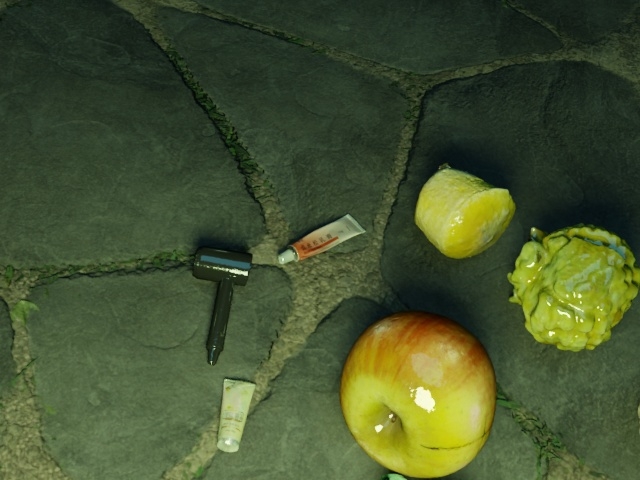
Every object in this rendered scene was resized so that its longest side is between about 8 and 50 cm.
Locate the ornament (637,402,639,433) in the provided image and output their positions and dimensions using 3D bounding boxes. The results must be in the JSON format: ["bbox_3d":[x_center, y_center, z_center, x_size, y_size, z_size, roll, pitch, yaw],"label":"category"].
[{"bbox_3d":[0.702,0.322,1.418,0.225,0.259,0.259,30,54,6],"label":"ornament"}]

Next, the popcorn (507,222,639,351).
[{"bbox_3d":[0.514,0.089,1.584,0.258,0.224,0.270,-6,60,-5],"label":"popcorn"}]

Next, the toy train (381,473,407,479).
[{"bbox_3d":[0.150,0.505,1.260,0.188,0.132,0.243,16,51,-8],"label":"toy train"}]

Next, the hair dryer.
[{"bbox_3d":[-0.208,0.127,1.532,0.114,0.070,0.247,10,61,-4],"label":"hair dryer"}]

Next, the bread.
[{"bbox_3d":[0.307,-0.059,1.685,0.197,0.197,0.170,-27,55,-27],"label":"bread"}]

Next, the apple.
[{"bbox_3d":[0.173,0.261,1.355,0.286,0.286,0.233,40,38,19],"label":"apple"}]

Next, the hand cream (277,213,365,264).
[{"bbox_3d":[0.000,0.002,1.677,0.216,0.038,0.052,-27,89,-31],"label":"hand cream"}]

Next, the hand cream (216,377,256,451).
[{"bbox_3d":[-0.154,0.312,1.409,0.061,0.039,0.143,8,47,-2],"label":"hand cream"}]
